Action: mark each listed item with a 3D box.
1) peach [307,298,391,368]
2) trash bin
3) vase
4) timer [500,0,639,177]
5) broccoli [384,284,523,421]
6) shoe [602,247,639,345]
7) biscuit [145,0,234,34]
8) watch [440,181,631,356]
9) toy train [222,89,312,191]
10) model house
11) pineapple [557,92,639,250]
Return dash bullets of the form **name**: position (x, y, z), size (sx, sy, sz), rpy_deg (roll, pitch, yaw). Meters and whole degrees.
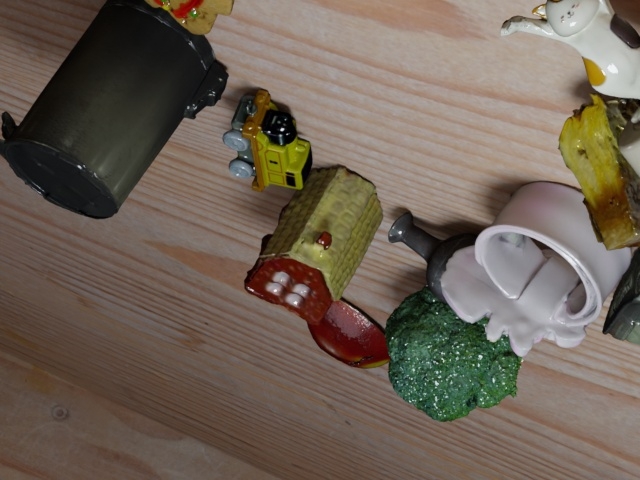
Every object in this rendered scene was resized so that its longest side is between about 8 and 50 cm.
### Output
- **peach**: position (0.043, 0.185, 2.571), size (0.279, 0.068, 0.189), rpy_deg (42, 151, -25)
- **trash bin**: position (-0.316, -0.200, 1.933), size (0.252, 0.301, 0.203), rpy_deg (31, 156, 0)
- **vase**: position (0.189, 0.022, 2.042), size (0.183, 0.120, 0.120), rpy_deg (35, 160, 25)
- **timer**: position (0.338, -0.193, 1.393), size (0.266, 0.175, 0.175), rpy_deg (41, 155, -6)
- **broccoli**: position (0.244, 0.190, 2.184), size (0.270, 0.269, 0.270), rpy_deg (5, 176, 44)
- **shoe**: position (0.506, 0.077, 1.797), size (0.149, 0.109, 0.293), rpy_deg (19, 155, 3)
- **biscuit**: position (-0.229, -0.382, 1.803), size (0.239, 0.041, 0.212), rpy_deg (26, 158, 7)
- **watch**: position (0.304, 0.034, 1.841), size (0.244, 0.196, 0.231), rpy_deg (29, 151, 18)
- **toy train**: position (-0.080, -0.153, 2.028), size (0.127, 0.089, 0.219), rpy_deg (14, 153, 11)
- **model house**: position (0.000, 0.000, 2.101), size (0.160, 0.196, 0.254), rpy_deg (32, 155, -4)
- **pineapple**: position (0.388, -0.071, 1.523), size (0.236, 0.186, 0.114), rpy_deg (36, 155, 2)
